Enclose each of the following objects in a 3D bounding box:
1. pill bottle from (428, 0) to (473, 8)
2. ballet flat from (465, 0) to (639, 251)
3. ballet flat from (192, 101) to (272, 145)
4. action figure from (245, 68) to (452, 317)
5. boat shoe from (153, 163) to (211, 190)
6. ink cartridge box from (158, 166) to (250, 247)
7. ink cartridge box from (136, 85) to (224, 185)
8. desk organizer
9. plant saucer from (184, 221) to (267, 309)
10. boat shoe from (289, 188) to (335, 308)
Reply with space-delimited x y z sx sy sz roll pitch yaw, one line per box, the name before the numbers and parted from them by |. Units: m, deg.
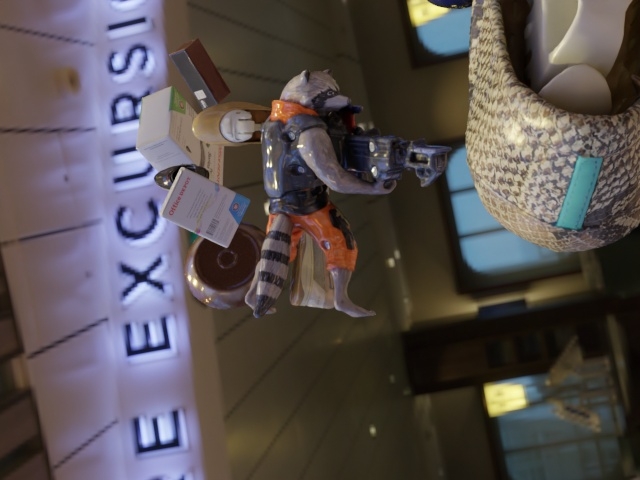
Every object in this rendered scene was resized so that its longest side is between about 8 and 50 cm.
pill bottle | 0.183 -0.410 1.652 0.219 0.122 0.123 7 -108 -69
ballet flat | 0.177 -0.230 0.761 0.182 0.164 0.483 93 -177 -60
ballet flat | -0.107 -0.206 1.991 0.073 0.232 0.080 -159 66 -71
action figure | 0.004 -0.065 1.474 0.178 0.341 0.330 0 -91 -35
boat shoe | -0.263 -0.120 2.090 0.042 0.133 0.049 22 -106 -49
ink cartridge box | -0.190 -0.055 1.836 0.089 0.122 0.052 -64 16 1
ink cartridge box | -0.307 -0.207 2.504 0.219 0.092 0.160 49 -151 -44
desk organizer | -0.234 -0.326 2.212 0.050 0.047 0.130 -50 -62 -41
plant saucer | -0.189 0.044 2.333 0.036 0.198 0.199 74 -171 -65
boat shoe | 0.000 0.000 2.339 0.109 0.098 0.302 119 158 -60
